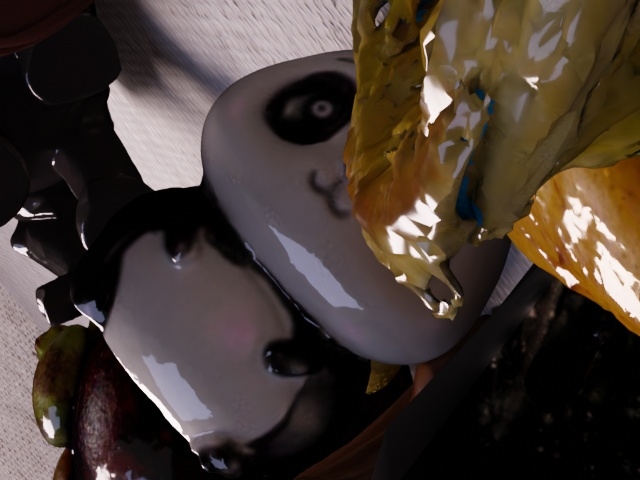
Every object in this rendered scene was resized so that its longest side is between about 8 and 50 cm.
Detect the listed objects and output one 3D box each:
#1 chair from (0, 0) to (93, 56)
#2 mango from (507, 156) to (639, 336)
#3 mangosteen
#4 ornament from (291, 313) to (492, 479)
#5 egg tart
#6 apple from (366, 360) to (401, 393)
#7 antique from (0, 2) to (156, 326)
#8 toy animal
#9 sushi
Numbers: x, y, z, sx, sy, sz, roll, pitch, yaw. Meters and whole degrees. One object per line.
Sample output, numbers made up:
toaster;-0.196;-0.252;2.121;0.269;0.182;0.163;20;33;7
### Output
chair;-0.243;-0.258;0.812;0.401;0.226;0.226;39;161;23
mango;0.137;-0.034;0.558;0.257;0.138;0.187;43;177;23
mangosteen;-0.078;0.155;1.146;0.297;0.314;0.297;59;-170;-17
ornament;0.097;0.175;0.955;0.221;0.217;0.235;53;162;-17
egg tart;0.079;-0.111;0.415;0.107;0.290;0.291;10;162;-5
apple;0.014;0.029;0.969;0.146;0.146;0.146;42;162;17
antique;-0.238;-0.118;1.132;0.255;0.185;0.322;-134;26;-60
toy animal;-0.005;0.003;0.808;0.187;0.235;0.165;49;-163;7
sushi;0.147;0.127;0.739;0.212;0.215;0.227;39;159;7
